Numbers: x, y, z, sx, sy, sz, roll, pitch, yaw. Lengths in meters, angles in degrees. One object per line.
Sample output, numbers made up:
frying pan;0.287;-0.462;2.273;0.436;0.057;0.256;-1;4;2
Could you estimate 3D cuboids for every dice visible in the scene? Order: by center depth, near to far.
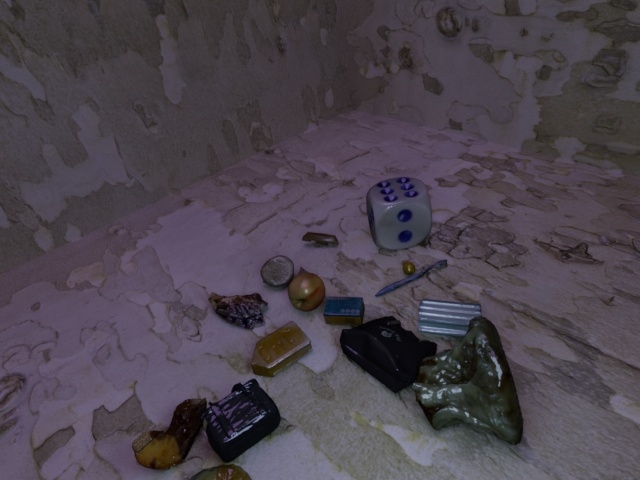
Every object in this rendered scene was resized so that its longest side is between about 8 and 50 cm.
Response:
dice;0.415;-0.146;2.250;0.303;0.305;0.277;-10;35;-1

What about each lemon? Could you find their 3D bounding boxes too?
lemon;0.436;0.136;2.070;0.062;0.063;0.083;-6;30;6

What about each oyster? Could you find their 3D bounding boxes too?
oyster;-0.387;0.313;2.009;0.270;0.101;0.275;-7;29;-21

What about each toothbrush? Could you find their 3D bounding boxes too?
toothbrush;0.442;0.183;2.028;0.412;0.042;0.035;-22;28;-13

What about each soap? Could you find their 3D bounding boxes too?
soap;0.541;0.326;1.745;0.261;0.094;0.150;4;28;17
soap;-0.179;0.464;1.764;0.257;0.080;0.160;-29;39;-24

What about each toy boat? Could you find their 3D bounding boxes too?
toy boat;0.000;0.000;2.355;0.205;0.072;0.064;9;23;8

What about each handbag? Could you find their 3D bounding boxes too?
handbag;-0.283;0.630;1.488;0.254;0.181;0.181;-29;47;-25
handbag;0.285;0.419;1.669;0.287;0.152;0.342;-18;34;-38

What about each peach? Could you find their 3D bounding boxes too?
peach;-0.061;0.237;1.964;0.184;0.184;0.184;-7;36;5

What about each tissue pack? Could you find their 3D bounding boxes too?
tissue pack;0.109;0.318;1.886;0.169;0.082;0.120;0;38;14

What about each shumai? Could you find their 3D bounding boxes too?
shumai;0.474;0.473;1.400;0.323;0.324;0.398;-17;73;21

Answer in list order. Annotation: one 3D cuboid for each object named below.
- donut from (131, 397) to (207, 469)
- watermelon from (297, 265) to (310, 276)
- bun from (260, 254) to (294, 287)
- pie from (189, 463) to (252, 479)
donut;-0.529;0.698;1.498;0.112;0.152;0.295;2;23;39
watermelon;-0.072;0.185;2.107;0.121;0.098;0.158;0;33;13
bun;-0.217;0.161;2.154;0.172;0.113;0.167;5;78;4
pie;-0.323;0.841;1.299;0.305;0.071;0.307;-4;37;3
